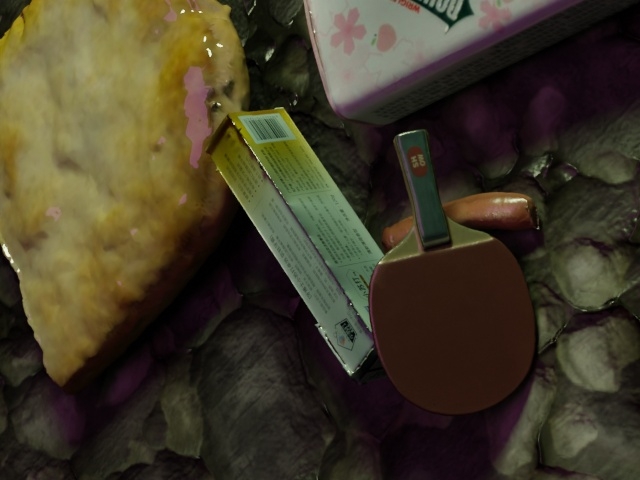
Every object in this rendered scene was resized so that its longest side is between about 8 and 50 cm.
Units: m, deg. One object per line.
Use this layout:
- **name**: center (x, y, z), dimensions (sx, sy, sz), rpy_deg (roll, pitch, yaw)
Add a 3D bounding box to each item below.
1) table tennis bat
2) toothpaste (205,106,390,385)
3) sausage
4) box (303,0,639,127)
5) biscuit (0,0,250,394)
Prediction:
- **table tennis bat**: center (0.114, 0.030, 1.647), dimensions (0.154, 0.021, 0.274), rpy_deg (-13, 87, 0)
- **toothpaste**: center (0.000, 0.000, 1.754), dimensions (0.313, 0.089, 0.071), rpy_deg (56, 132, 25)
- **sausage**: center (0.133, -0.015, 1.697), dimensions (0.176, 0.040, 0.047), rpy_deg (-16, 66, 36)
- **box**: center (0.156, -0.261, 1.667), dimensions (0.369, 0.112, 0.190), rpy_deg (-26, 71, 38)
- **biscuit**: center (-0.242, -0.122, 2.004), dimensions (0.446, 0.104, 0.429), rpy_deg (-46, 57, 29)
